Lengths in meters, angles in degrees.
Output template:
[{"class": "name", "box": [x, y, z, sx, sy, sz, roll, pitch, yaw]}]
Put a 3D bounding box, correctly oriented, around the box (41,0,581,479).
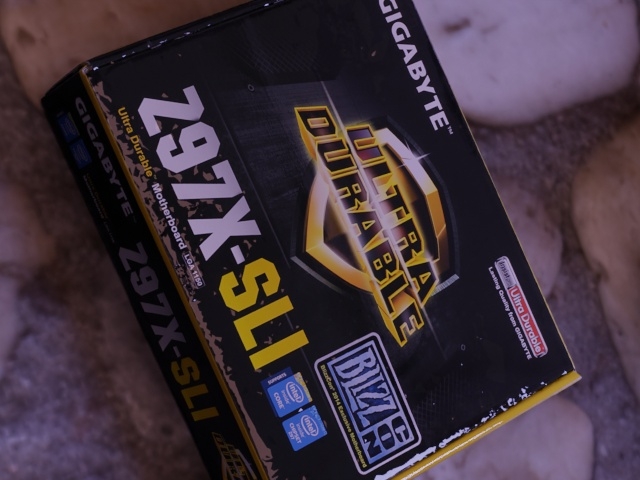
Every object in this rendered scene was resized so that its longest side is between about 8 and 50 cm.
[{"class": "box", "box": [0.000, 0.000, 1.125, 0.257, 0.079, 0.322, -25, 92, -31]}]
